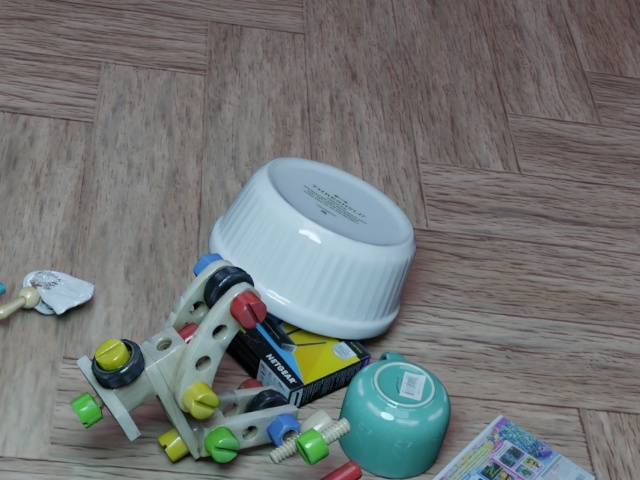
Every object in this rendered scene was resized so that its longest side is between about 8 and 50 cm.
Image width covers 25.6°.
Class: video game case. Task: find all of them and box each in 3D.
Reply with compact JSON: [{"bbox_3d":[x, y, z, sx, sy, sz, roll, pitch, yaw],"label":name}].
[{"bbox_3d":[0.232,0.291,1.690,0.143,0.019,0.157,33,44,23],"label":"video game case"}]

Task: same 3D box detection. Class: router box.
[{"bbox_3d":[-0.044,0.127,1.788,0.133,0.046,0.179,-20,49,-35],"label":"router box"}]

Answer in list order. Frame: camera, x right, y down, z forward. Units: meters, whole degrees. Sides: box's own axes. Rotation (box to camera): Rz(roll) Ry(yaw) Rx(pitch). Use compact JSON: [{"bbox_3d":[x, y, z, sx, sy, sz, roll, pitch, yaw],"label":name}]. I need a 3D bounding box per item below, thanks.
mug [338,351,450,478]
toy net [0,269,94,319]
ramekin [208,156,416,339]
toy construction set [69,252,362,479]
[{"bbox_3d":[0.084,0.197,1.698,0.129,0.097,0.158,-17,48,-32],"label":"mug"},{"bbox_3d":[-0.403,0.068,1.764,0.232,0.045,0.122,-2,39,-20],"label":"toy net"},{"bbox_3d":[0.000,0.000,1.830,0.273,0.127,0.273,21,25,-10],"label":"ramekin"},{"bbox_3d":[-0.135,0.200,1.577,0.237,0.257,0.309,-31,65,-20],"label":"toy construction set"}]
